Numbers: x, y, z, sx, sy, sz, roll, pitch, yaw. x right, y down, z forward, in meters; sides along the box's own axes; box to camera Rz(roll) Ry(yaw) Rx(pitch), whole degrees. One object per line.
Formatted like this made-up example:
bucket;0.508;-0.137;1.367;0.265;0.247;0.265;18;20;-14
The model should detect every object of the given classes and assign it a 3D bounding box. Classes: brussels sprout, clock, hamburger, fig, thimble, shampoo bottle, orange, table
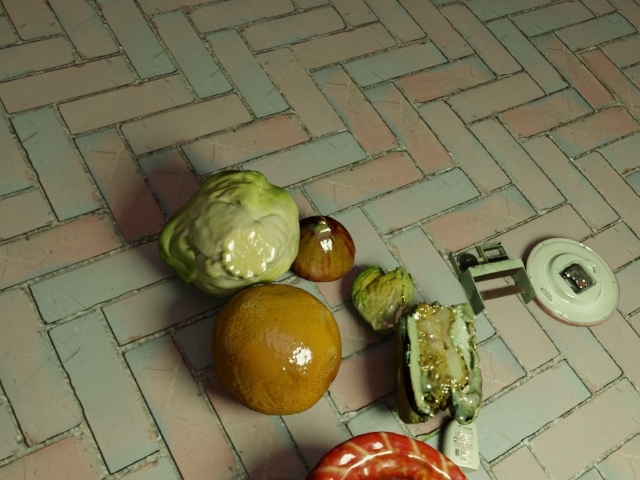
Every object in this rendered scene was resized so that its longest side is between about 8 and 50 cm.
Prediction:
brussels sprout;0.136;0.130;1.538;0.139;0.100;0.180;4;58;0
clock;0.617;0.100;1.702;0.245;0.056;0.244;7;56;-11
hamburger;0.237;0.261;1.429;0.168;0.192;0.287;0;58;1
fig;-0.008;0.002;1.544;0.150;0.202;0.148;-3;35;26
thimble;0.109;0.516;1.200;0.351;0.230;0.350;6;56;-9
shampoo bottle;0.291;0.396;1.433;0.077;0.045;0.151;12;58;-4
brussels sprout;-0.177;-0.018;1.436;0.274;0.317;0.242;-33;112;-37
orange;-0.088;0.203;1.343;0.264;0.264;0.264;7;57;-10
table;0.409;0.080;1.659;0.146;0.062;0.175;-10;64;-20
